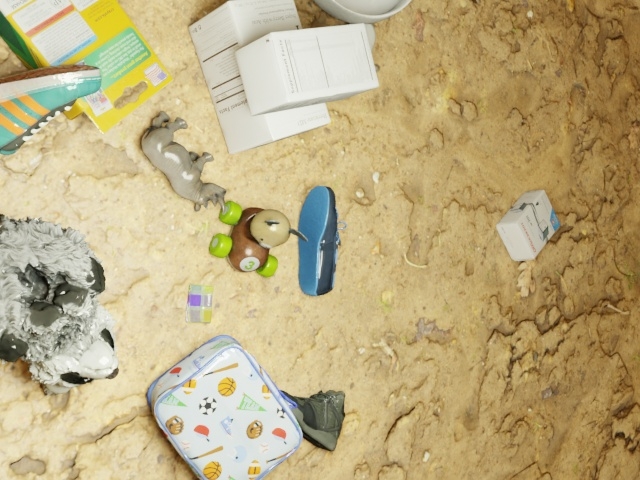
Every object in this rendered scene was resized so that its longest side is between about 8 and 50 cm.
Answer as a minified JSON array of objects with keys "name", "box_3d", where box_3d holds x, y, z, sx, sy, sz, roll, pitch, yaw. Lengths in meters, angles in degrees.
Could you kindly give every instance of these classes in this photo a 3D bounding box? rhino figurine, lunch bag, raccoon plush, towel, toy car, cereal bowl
[{"name":"rhino figurine","box_3d":[-0.277,-0.147,1.458,0.243,0.073,0.106,53,53,-23]},{"name":"lunch bag","box_3d":[-0.183,0.357,1.423,0.243,0.115,0.303,-37,110,-17]},{"name":"raccoon plush","box_3d":[-0.508,0.068,1.233,0.216,0.299,0.446,-29,71,-21]},{"name":"towel","box_3d":[-0.254,0.135,1.486,0.060,0.009,0.083,11,79,-37]},{"name":"toy car","box_3d":[-0.115,-0.008,1.496,0.155,0.188,0.148,26,70,-34]},{"name":"cereal bowl","box_3d":[0.078,-0.691,1.731,0.339,0.141,0.338,2,85,-24]}]

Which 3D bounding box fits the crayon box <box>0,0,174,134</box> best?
[{"name":"crayon box","box_3d":[-0.460,-0.378,1.329,0.203,0.083,0.323,-48,113,-31]}]

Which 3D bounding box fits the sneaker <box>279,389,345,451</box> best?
[{"name":"sneaker","box_3d":[-0.024,0.375,1.599,0.227,0.087,0.130,43,60,-31]}]

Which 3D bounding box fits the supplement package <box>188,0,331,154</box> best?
[{"name":"supplement package","box_3d":[-0.131,-0.360,1.529,0.178,0.175,0.292,-25,101,-38]}]

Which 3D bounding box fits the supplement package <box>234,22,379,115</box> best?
[{"name":"supplement package","box_3d":[-0.025,-0.345,1.411,0.244,0.134,0.139,-18,97,-38]}]

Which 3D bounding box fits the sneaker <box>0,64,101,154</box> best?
[{"name":"sneaker","box_3d":[-0.520,-0.221,1.218,0.302,0.108,0.121,-18,116,-10]}]

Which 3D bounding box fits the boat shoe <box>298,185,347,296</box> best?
[{"name":"boat shoe","box_3d":[0.000,0.000,1.660,0.089,0.109,0.258,2,100,-45]}]

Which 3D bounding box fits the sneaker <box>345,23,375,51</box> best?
[{"name":"sneaker","box_3d":[0.069,-0.444,1.713,0.114,0.152,0.305,50,57,-21]}]

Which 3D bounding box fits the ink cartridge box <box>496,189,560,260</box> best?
[{"name":"ink cartridge box","box_3d":[0.645,-0.047,2.175,0.191,0.082,0.139,-44,112,-34]}]
